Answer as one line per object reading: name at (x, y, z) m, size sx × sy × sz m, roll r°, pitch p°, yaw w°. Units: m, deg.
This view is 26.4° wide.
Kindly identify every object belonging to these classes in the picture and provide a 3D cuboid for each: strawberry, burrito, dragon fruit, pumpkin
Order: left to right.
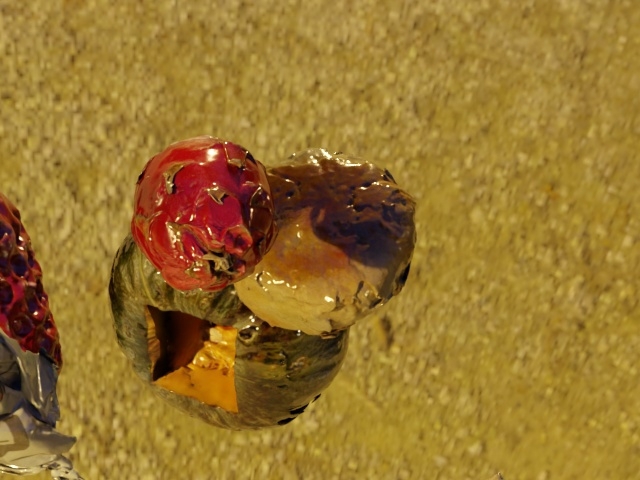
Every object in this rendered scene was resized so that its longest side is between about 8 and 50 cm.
burrito at (-0.348, 0.047, 1.077) m, size 0.445 × 0.139 × 0.101 m, roll 41°, pitch 66°, yaw -2°
strawberry at (-0.474, 0.071, 1.793) m, size 0.345 × 0.317 × 0.295 m, roll 41°, pitch 33°, yaw -11°
dragon fruit at (-0.073, -0.027, 0.874) m, size 0.094 × 0.094 × 0.190 m, roll 7°, pitch 16°, yaw -3°
pumpkin at (-0.114, 0.091, 1.669) m, size 0.320 × 0.320 × 0.192 m, roll 26°, pitch 44°, yaw 12°

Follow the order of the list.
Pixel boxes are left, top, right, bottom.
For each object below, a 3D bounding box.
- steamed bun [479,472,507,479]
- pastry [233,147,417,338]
steamed bun at (0.025, 0.356, 0.829) m, size 0.189 × 0.247 × 0.428 m, roll 41°, pitch 71°, yaw -27°
pastry at (0.000, -0.001, 1.027) m, size 0.153 × 0.081 × 0.153 m, roll -8°, pitch 50°, yaw 10°
